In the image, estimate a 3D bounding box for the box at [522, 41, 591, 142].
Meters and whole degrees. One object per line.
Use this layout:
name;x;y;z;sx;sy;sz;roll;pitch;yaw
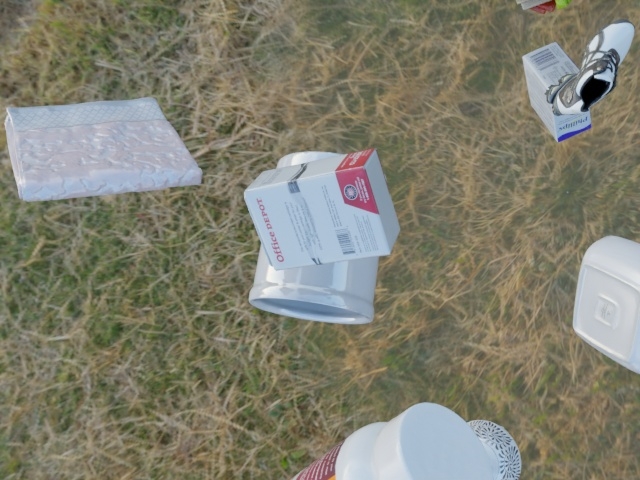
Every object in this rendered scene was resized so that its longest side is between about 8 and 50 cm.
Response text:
box;0.457;-0.286;1.318;0.072;0.137;0.126;-23;47;8

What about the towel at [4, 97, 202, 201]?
towel;-0.440;-0.190;1.360;0.317;0.331;0.054;54;144;43

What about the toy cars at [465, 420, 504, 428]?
toy cars;0.365;0.535;1.802;0.176;0.393;0.087;-18;66;25

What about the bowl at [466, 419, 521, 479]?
bowl;0.347;0.486;1.505;0.170;0.080;0.170;-5;81;31

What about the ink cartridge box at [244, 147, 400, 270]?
ink cartridge box;0.005;-0.061;1.427;0.272;0.114;0.197;-9;114;23

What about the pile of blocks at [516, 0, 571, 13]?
pile of blocks;0.613;-0.586;1.516;0.362;0.149;0.113;-20;111;17

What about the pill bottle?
pill bottle;0.044;0.240;0.619;0.121;0.121;0.221;50;129;10

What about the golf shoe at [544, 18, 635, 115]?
golf shoe;0.477;-0.285;1.152;0.077;0.094;0.198;37;93;-29

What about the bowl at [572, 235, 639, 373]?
bowl;0.345;0.076;0.782;0.053;0.142;0.142;-7;113;-22

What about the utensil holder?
utensil holder;0.000;0.000;1.795;0.327;0.327;0.386;3;75;20
